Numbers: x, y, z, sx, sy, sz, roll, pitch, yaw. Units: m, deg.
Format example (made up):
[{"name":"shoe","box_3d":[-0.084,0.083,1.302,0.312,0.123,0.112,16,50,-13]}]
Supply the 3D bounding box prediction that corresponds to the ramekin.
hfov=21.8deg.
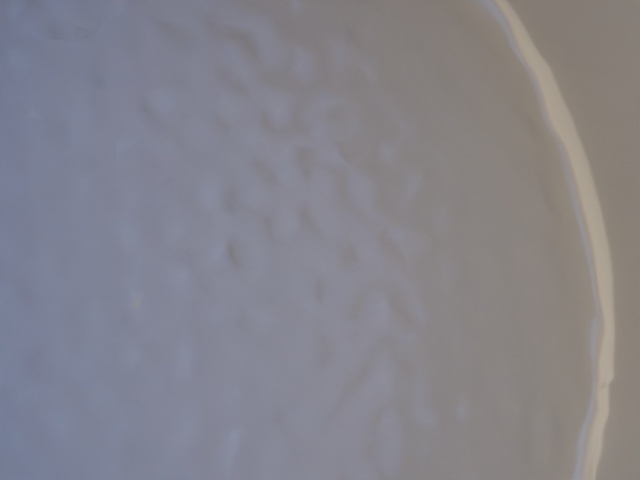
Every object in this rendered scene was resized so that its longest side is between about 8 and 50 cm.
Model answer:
[{"name":"ramekin","box_3d":[0.000,0.000,0.306,0.135,0.277,0.277,-19,-94,56]}]
